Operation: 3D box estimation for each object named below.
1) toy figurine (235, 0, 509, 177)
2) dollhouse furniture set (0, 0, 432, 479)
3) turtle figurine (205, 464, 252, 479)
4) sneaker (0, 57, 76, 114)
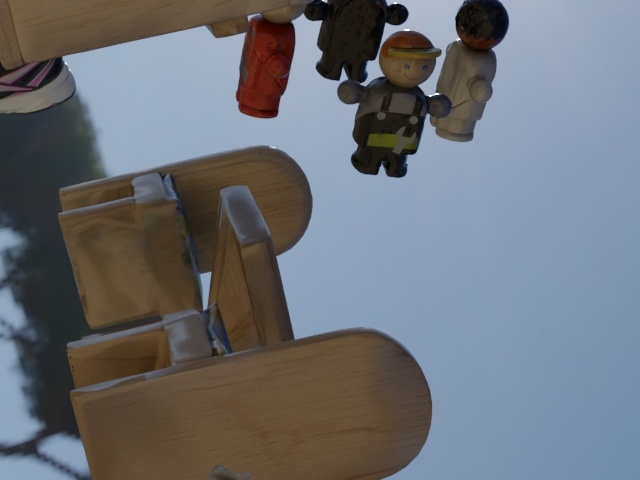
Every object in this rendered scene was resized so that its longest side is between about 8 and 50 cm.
[{"bbox_3d":[0.049,-0.172,1.696,0.209,0.213,0.148,30,-58,27],"label":"toy figurine"},{"bbox_3d":[0.000,0.000,0.946,0.362,0.257,0.394,-118,-164,-73],"label":"dollhouse furniture set"},{"bbox_3d":[-0.122,0.145,0.645,0.234,0.175,0.118,-27,-115,38],"label":"turtle figurine"},{"bbox_3d":[-0.302,-0.139,1.639,0.072,0.178,0.077,45,-27,46],"label":"sneaker"}]
